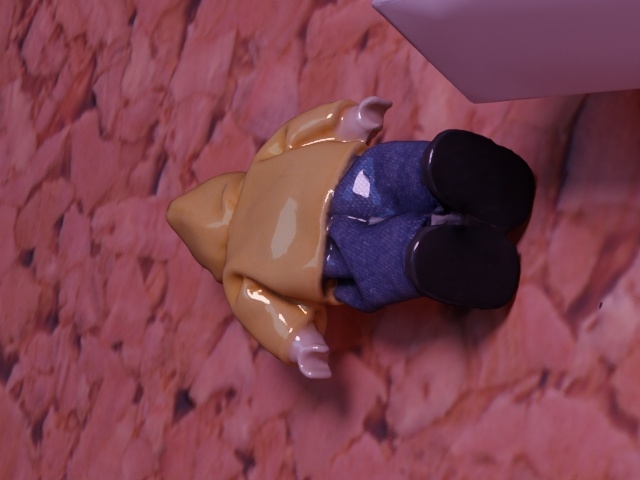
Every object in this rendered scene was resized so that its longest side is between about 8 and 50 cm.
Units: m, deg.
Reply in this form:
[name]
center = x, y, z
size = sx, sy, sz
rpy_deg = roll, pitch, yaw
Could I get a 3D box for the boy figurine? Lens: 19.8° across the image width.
[boy figurine]
center = 0.000, 0.000, 1.142
size = 0.285, 0.092, 0.177
rpy_deg = -5, 72, 53

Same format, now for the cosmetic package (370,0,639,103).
[cosmetic package]
center = 0.226, -0.211, 0.846
size = 0.377, 0.097, 0.284
rpy_deg = 0, 54, 54
